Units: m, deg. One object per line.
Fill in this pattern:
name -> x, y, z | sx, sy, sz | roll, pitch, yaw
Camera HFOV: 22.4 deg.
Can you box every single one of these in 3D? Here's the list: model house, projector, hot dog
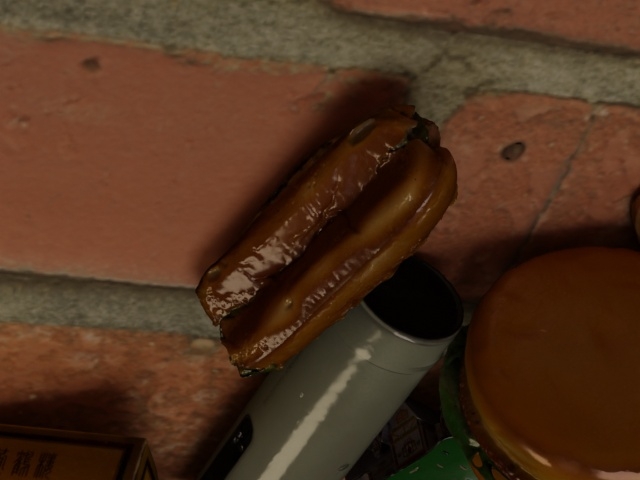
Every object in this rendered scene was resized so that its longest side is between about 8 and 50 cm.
model house -> 0.085, 0.194, 1.436 | 0.117, 0.088, 0.167 | 29, 123, -37
projector -> -0.008, 0.151, 1.352 | 0.108, 0.108, 0.337 | 13, 130, -27
hot dog -> 0.000, 0.000, 1.197 | 0.269, 0.115, 0.072 | -41, 165, 36

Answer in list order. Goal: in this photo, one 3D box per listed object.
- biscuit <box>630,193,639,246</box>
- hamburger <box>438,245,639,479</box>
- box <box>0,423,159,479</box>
biscuit -> 0.402, -0.005, 1.349 | 0.269, 0.051, 0.376 | -22, 136, 5
hamburger -> 0.217, 0.131, 1.298 | 0.246, 0.246, 0.170 | -7, 140, -8
box -> -0.224, 0.279, 1.400 | 0.192, 0.084, 0.301 | 3, 138, 9
